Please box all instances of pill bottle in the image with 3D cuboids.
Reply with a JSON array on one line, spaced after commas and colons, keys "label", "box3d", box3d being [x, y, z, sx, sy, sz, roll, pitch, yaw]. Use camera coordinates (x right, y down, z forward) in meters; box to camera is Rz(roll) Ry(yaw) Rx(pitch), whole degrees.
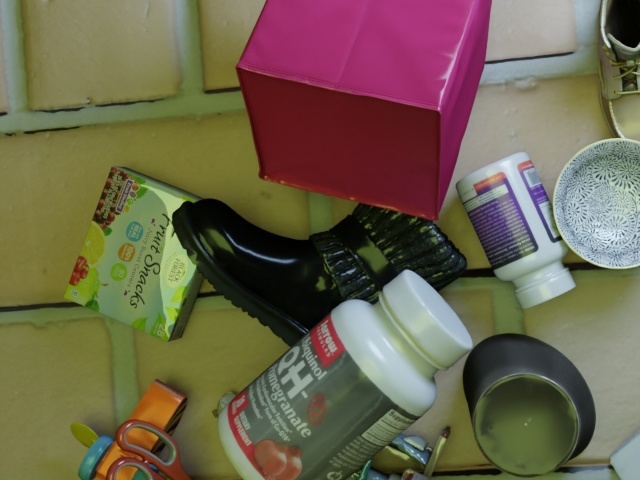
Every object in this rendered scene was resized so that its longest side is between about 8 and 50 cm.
[{"label": "pill bottle", "box3d": [0.267, -0.011, 1.529, 0.108, 0.108, 0.194, -24, 86, 11]}, {"label": "pill bottle", "box3d": [0.035, 0.188, 1.457, 0.318, 0.176, 0.176, -43, 83, 13]}]

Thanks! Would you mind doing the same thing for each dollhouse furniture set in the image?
[{"label": "dollhouse furniture set", "box3d": [0.087, 0.297, 1.530, 0.129, 0.183, 0.129, 24, 95, 10]}]

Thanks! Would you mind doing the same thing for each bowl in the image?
[{"label": "bowl", "box3d": [0.388, -0.045, 1.514, 0.170, 0.080, 0.170, 0, 86, 3]}]

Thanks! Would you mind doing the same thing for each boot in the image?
[{"label": "boot", "box3d": [0.001, -0.001, 1.545, 0.348, 0.131, 0.260, 40, 104, -17]}, {"label": "boot", "box3d": [0.397, -0.225, 1.470, 0.077, 0.165, 0.213, -7, 88, 12]}]

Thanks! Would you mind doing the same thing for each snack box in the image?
[{"label": "snack box", "box3d": [-0.251, 0.018, 1.651, 0.174, 0.070, 0.207, 23, 96, 9]}]

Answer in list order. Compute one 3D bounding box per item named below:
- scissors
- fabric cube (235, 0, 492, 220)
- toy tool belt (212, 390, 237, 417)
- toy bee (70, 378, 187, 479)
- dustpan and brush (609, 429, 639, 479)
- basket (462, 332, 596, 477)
[{"label": "scissors", "box3d": [-0.176, 0.351, 1.600, 0.297, 0.021, 0.109, 35, 64, -29]}, {"label": "fabric cube", "box3d": [0.063, -0.219, 1.447, 0.259, 0.254, 0.258, 14, 64, 11]}, {"label": "toy tool belt", "box3d": [-0.118, 0.261, 1.645, 0.083, 0.052, 0.051, 40, 129, 11]}, {"label": "toy bee", "box3d": [-0.300, 0.342, 1.642, 0.298, 0.162, 0.195, -35, 75, -15]}, {"label": "dustpan and brush", "box3d": [0.484, 0.332, 1.478, 0.147, 0.060, 0.211, -48, 42, 27]}, {"label": "basket", "box3d": [0.268, 0.221, 1.472, 0.204, 0.227, 0.154, 45, 98, 7]}]
